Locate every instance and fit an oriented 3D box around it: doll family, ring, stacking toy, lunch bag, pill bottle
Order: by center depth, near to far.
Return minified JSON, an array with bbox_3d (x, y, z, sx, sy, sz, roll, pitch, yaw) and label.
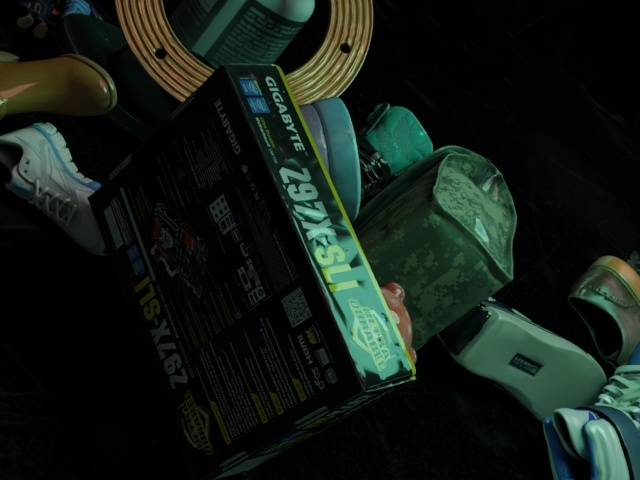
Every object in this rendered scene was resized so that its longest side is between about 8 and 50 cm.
[{"bbox_3d":[0.000,0.000,1.125,0.279,0.130,0.309,-171,-107,-78],"label":"stacking toy"},{"bbox_3d":[-0.095,-0.303,1.320,0.336,0.032,0.337,4,77,-16],"label":"ring"},{"bbox_3d":[-0.374,-0.336,1.384,0.193,0.076,0.111,45,23,-32],"label":"doll family"},{"bbox_3d":[0.131,0.006,1.392,0.169,0.235,0.287,45,25,-9],"label":"lunch bag"},{"bbox_3d":[-0.111,-0.331,1.499,0.161,0.283,0.161,32,29,-21],"label":"pill bottle"}]

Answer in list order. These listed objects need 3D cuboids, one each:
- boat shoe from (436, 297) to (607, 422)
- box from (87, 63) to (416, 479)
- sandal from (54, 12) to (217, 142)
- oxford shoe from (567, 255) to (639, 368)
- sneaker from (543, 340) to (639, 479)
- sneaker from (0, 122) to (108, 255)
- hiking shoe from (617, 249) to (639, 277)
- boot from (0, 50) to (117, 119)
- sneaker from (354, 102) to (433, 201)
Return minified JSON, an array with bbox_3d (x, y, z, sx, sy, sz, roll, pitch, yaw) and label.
[{"bbox_3d":[0.282,0.152,1.523,0.340,0.127,0.158,35,10,-38],"label":"boat shoe"},{"bbox_3d":[-0.079,0.035,0.976,0.079,0.257,0.322,-8,69,-45],"label":"box"},{"bbox_3d":[-0.147,-0.160,1.371,0.445,0.107,0.167,40,28,-16],"label":"sandal"},{"bbox_3d":[0.574,0.209,1.865,0.132,0.130,0.364,-35,86,-29],"label":"oxford shoe"},{"bbox_3d":[0.418,0.240,1.443,0.236,0.130,0.323,31,64,-34],"label":"sneaker"},{"bbox_3d":[-0.290,-0.050,1.113,0.191,0.071,0.083,45,32,22],"label":"sneaker"},{"bbox_3d":[0.625,0.103,2.104,0.114,0.086,0.227,55,32,-6],"label":"hiking shoe"},{"bbox_3d":[-0.336,-0.152,1.123,0.197,0.073,0.152,10,28,20],"label":"boot"},{"bbox_3d":[0.069,-0.111,1.475,0.124,0.178,0.295,56,13,-5],"label":"sneaker"}]
